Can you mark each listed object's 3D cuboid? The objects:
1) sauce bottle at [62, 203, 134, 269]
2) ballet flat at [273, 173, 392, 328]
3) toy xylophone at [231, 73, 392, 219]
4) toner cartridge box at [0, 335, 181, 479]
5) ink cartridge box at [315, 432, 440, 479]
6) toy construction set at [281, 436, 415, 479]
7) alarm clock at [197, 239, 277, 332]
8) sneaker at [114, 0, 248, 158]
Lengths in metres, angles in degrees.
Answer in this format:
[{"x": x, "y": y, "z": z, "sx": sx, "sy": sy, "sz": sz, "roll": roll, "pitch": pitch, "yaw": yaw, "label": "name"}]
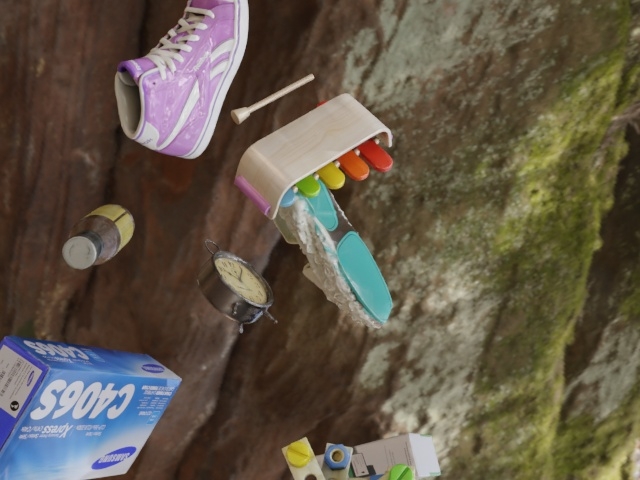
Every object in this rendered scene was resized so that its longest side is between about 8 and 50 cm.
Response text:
[{"x": -0.491, "y": -0.008, "z": 1.895, "sx": 0.344, "sy": 0.111, "sz": 0.111, "roll": -95, "pitch": 167, "yaw": -81, "label": "sauce bottle"}, {"x": 0.000, "y": 0.000, "z": 1.728, "sx": 0.147, "sy": 0.147, "sz": 0.408, "roll": -17, "pitch": -77, "yaw": 60, "label": "ballet flat"}, {"x": -0.023, "y": -0.189, "z": 1.622, "sx": 0.236, "sy": 0.323, "sz": 0.081, "roll": 54, "pitch": -23, "yaw": 27, "label": "toy xylophone"}, {"x": -0.316, "y": 0.222, "z": 1.105, "sx": 0.075, "sy": 0.165, "sz": 0.348, "roll": 32, "pitch": -1, "yaw": 19, "label": "toner cartridge box"}, {"x": 0.120, "y": 0.474, "z": 1.813, "sx": 0.219, "sy": 0.160, "sz": 0.092, "roll": -19, "pitch": -110, "yaw": 20, "label": "ink cartridge box"}, {"x": 0.059, "y": 0.402, "z": 1.025, "sx": 0.151, "sy": 0.215, "sz": 0.327, "roll": 77, "pitch": 13, "yaw": -78, "label": "toy construction set"}, {"x": -0.155, "y": 0.069, "z": 1.467, "sx": 0.064, "sy": 0.129, "sz": 0.192, "roll": -45, "pitch": -127, "yaw": 20, "label": "alarm clock"}, {"x": -0.201, "y": -0.264, "z": 1.220, "sx": 0.102, "sy": 0.161, "sz": 0.282, "roll": 15, "pitch": -89, "yaw": 38, "label": "sneaker"}]
